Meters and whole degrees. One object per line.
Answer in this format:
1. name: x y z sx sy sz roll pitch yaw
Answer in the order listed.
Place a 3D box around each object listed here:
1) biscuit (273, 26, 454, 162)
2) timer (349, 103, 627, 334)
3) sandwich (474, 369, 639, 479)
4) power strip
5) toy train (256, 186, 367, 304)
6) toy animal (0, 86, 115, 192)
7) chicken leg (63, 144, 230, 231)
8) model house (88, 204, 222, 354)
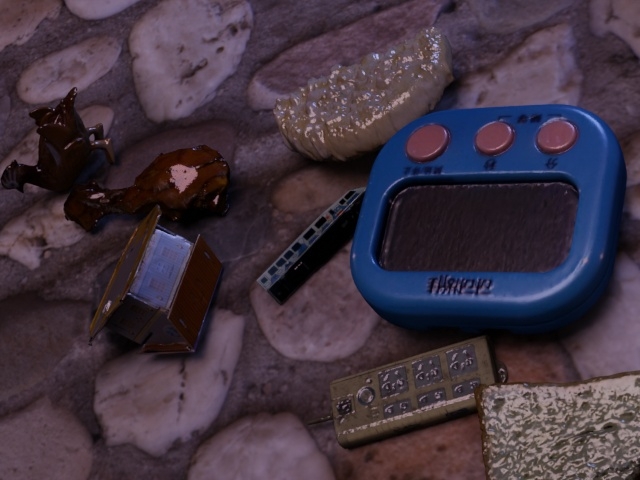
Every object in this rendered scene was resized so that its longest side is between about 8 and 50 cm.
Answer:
1. biscuit: 0.060 -0.185 1.782 0.281 0.084 0.179 -21 38 22
2. timer: 0.214 -0.026 1.599 0.340 0.115 0.309 0 59 28
3. sandwich: 0.297 0.284 1.380 0.248 0.095 0.273 -9 57 20
4. power strip: 0.103 0.195 1.574 0.267 0.034 0.092 -19 55 17
5. toy train: 0.000 0.000 1.744 0.207 0.043 0.047 -45 47 -3
6. toy animal: -0.423 -0.155 1.983 0.179 0.188 0.089 -15 42 -24
7. chicken leg: -0.272 -0.070 1.912 0.304 0.093 0.113 -12 68 27
8. model house: -0.220 0.064 1.793 0.207 0.135 0.219 -48 19 47
